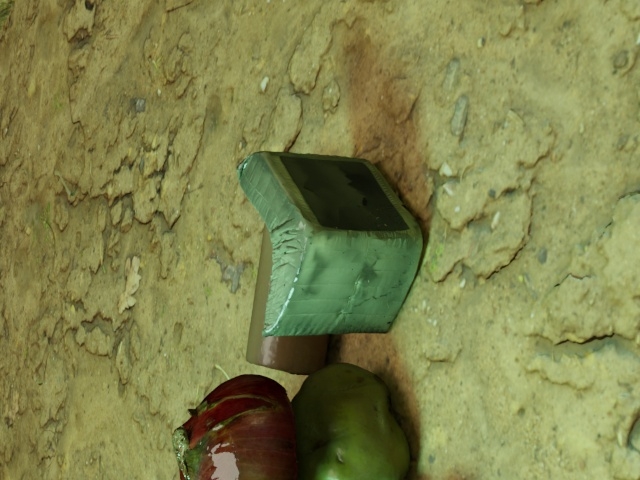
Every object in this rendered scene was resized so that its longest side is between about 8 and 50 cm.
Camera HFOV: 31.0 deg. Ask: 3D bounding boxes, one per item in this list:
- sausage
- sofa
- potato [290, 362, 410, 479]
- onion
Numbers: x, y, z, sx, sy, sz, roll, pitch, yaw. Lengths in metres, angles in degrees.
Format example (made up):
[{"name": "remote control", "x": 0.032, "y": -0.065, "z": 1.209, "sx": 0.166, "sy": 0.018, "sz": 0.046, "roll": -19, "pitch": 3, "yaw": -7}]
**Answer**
[{"name": "sausage", "x": -0.036, "y": 0.067, "z": 1.705, "sx": 0.123, "sy": 0.123, "sz": 0.253, "roll": 20, "pitch": 103, "yaw": 59}, {"name": "sofa", "x": 0.000, "y": 0.000, "z": 1.572, "sx": 0.225, "sy": 0.210, "sz": 0.176, "roll": 56, "pitch": 135, "yaw": 42}, {"name": "potato", "x": 0.032, "y": 0.266, "z": 1.551, "sx": 0.155, "sy": 0.137, "sz": 0.200, "roll": -59, "pitch": 39, "yaw": 37}, {"name": "onion", "x": -0.109, "y": 0.296, "z": 1.521, "sx": 0.248, "sy": 0.161, "sz": 0.248, "roll": 175, "pitch": 90, "yaw": -88}]
